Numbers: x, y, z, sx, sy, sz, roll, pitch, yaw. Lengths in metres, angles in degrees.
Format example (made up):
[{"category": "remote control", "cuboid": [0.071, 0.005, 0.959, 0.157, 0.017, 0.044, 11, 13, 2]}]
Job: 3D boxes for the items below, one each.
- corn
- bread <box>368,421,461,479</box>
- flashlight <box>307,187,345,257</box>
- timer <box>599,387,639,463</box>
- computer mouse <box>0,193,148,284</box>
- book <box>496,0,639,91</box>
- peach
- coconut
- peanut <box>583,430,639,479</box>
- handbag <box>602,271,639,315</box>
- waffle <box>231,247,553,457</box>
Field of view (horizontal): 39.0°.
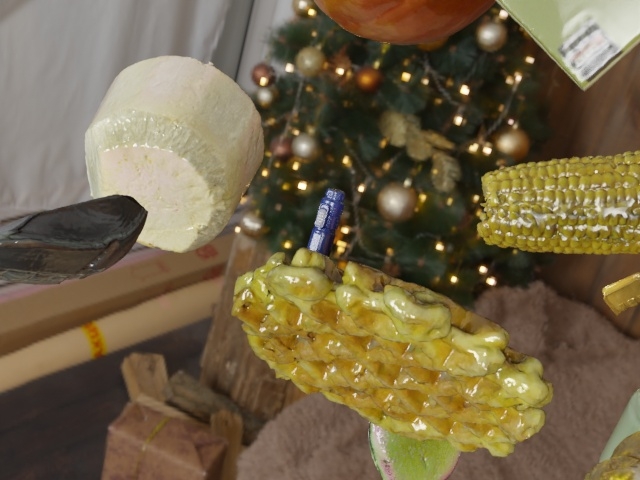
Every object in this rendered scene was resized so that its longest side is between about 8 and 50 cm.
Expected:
[{"category": "corn", "cuboid": [0.321, -0.036, 0.926, 0.318, 0.115, 0.115, -4, 24, 12]}, {"category": "bread", "cuboid": [0.163, 0.303, 1.441, 0.034, 0.228, 0.229, 1, 10, 45]}, {"category": "flashlight", "cuboid": [0.000, 0.000, 1.022, 0.057, 0.121, 0.035, 21, 9, 33]}, {"category": "timer", "cuboid": [0.555, 0.224, 1.218, 0.291, 0.315, 0.290, 6, 21, -2]}, {"category": "computer mouse", "cuboid": [-0.236, 0.008, 0.826, 0.192, 0.106, 0.062, -20, 87, -46]}, {"category": "book", "cuboid": [0.190, -0.332, 0.750, 0.352, 0.239, 0.035, 50, 18, 9]}, {"category": "peach", "cuboid": [0.127, -0.458, 1.300, 0.343, 0.342, 0.302, -2, 7, -32]}, {"category": "coconut", "cuboid": [-0.200, -0.131, 1.262, 0.239, 0.239, 0.244, 16, 42, -1]}, {"category": "peanut", "cuboid": [0.339, 0.266, 0.974, 0.087, 0.087, 0.207, 32, 28, 29]}, {"category": "handbag", "cuboid": [0.587, 0.102, 1.724, 0.061, 0.083, 0.027, 48, 28, -23]}, {"category": "waffle", "cuboid": [0.057, 0.109, 0.836, 0.302, 0.325, 0.068, 24, 63, 10]}]
